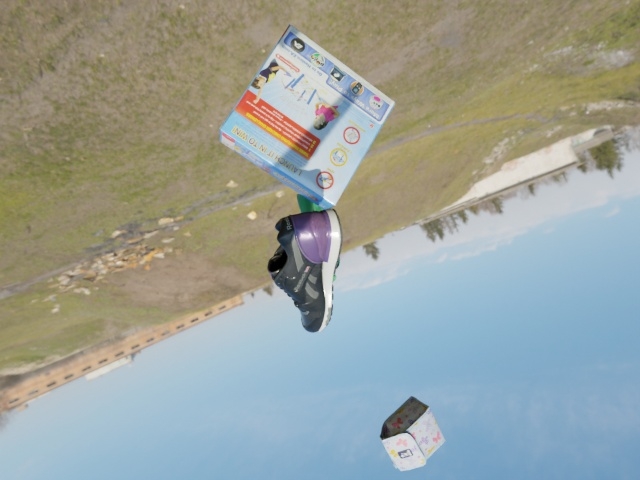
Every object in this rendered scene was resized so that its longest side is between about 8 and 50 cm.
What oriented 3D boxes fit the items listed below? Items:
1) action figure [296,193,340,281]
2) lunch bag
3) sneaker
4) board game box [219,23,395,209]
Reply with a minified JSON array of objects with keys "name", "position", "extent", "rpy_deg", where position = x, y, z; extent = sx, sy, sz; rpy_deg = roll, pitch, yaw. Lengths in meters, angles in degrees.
[{"name":"action figure","position":[0.000,0.000,1.070],"extent":[0.063,0.233,0.137],"rpy_deg":[-31,154,36]},{"name":"lunch bag","position":[0.131,0.286,0.597],"extent":[0.083,0.071,0.053],"rpy_deg":[-32,-162,-19]},{"name":"sneaker","position":[-0.043,0.065,0.785],"extent":[0.124,0.284,0.107],"rpy_deg":[-6,-145,-16]},{"name":"board game box","position":[-0.027,-0.281,0.969],"extent":[0.302,0.308,0.086],"rpy_deg":[-59,-169,-11]}]
